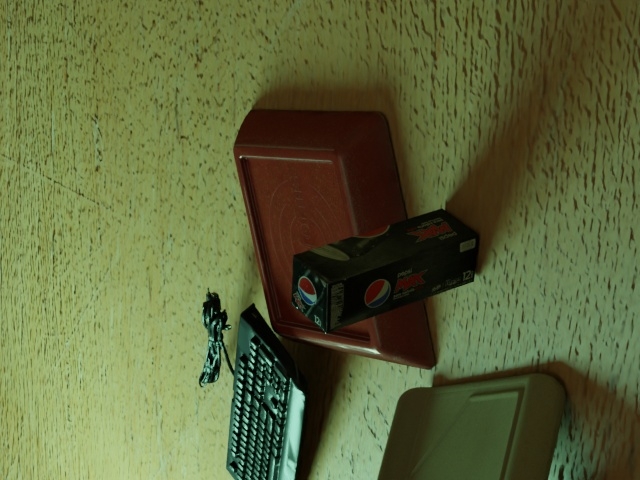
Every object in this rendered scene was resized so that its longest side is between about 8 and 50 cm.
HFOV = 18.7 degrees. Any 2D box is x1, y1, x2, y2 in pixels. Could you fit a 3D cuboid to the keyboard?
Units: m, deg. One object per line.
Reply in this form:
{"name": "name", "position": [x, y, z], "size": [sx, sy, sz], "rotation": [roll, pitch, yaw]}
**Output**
{"name": "keyboard", "position": [-0.084, 0.178, 2.155], "size": [0.201, 0.033, 0.317], "rotation": [53, 154, 29]}

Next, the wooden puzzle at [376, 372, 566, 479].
{"name": "wooden puzzle", "position": [0.129, 0.235, 1.779], "size": [0.239, 0.044, 0.221], "rotation": [-11, 60, 58]}

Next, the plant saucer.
{"name": "plant saucer", "position": [0.000, 0.000, 1.946], "size": [0.259, 0.048, 0.258], "rotation": [8, 113, 58]}

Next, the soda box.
{"name": "soda box", "position": [0.058, 0.025, 1.740], "size": [0.060, 0.169, 0.053], "rotation": [38, 135, 44]}
